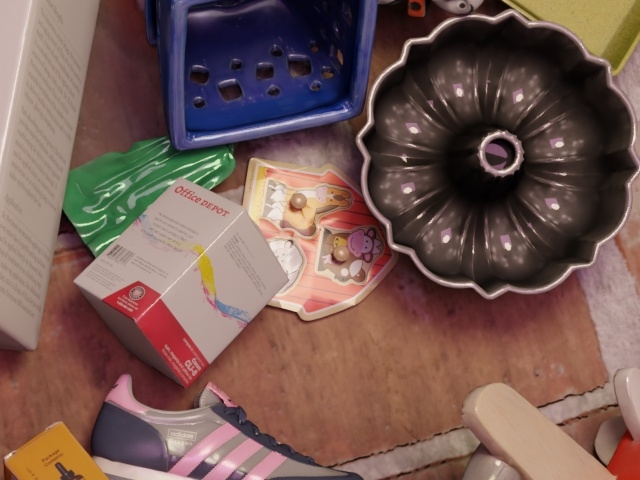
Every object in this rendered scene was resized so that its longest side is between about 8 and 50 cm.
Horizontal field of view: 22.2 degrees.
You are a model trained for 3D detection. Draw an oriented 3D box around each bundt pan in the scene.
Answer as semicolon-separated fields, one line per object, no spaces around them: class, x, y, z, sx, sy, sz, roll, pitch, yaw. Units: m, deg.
bundt pan;0.197;-0.095;1.892;0.331;0.124;0.331;0;87;-6

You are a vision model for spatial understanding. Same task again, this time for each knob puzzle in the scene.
knob puzzle;0.000;0.000;1.915;0.213;0.030;0.213;3;77;-11

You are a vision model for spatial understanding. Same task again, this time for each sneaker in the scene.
sneaker;-0.092;0.226;1.803;0.319;0.112;0.131;11;79;-11

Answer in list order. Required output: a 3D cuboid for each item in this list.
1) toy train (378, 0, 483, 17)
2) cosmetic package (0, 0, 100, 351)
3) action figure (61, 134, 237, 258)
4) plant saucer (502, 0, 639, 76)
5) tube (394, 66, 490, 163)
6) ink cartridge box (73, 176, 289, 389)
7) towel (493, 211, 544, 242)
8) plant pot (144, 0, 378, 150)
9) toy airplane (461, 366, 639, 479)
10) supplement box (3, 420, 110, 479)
toy train;0.148;-0.384;1.914;0.190;0.142;0.334;9;44;13
cosmetic package;-0.368;-0.128;1.748;0.161;0.230;0.453;7;75;7
action figure;-0.183;-0.071;1.874;0.232;0.063;0.137;-32;84;-13
plant saucer;0.322;-0.317;1.994;0.188;0.045;0.188;34;74;-3
tube;0.158;-0.150;1.974;0.080;0.052;0.207;29;79;1
ink cartridge box;-0.150;0.044;1.799;0.176;0.128;0.127;-46;132;-16
towel;0.257;-0.062;1.984;0.110;0.027;0.148;31;73;-4
plant pot;-0.081;-0.268;1.840;0.236;0.236;0.212;-12;49;-14
toy airplane;0.311;0.335;1.805;0.384;0.272;0.386;2;62;-55
supplement box;-0.234;0.305;1.707;0.078;0.080;0.233;-34;71;-26
